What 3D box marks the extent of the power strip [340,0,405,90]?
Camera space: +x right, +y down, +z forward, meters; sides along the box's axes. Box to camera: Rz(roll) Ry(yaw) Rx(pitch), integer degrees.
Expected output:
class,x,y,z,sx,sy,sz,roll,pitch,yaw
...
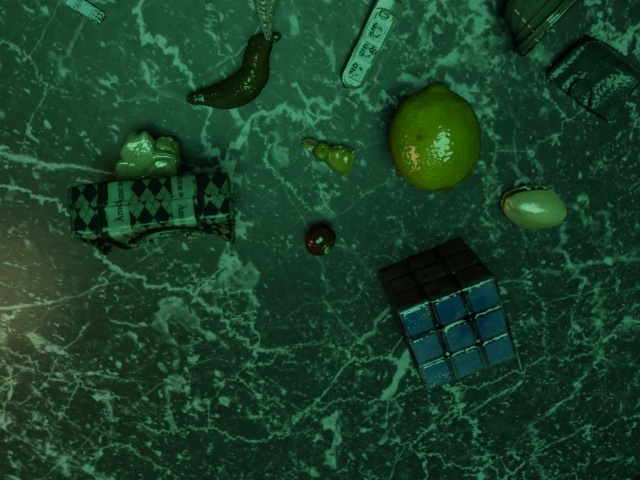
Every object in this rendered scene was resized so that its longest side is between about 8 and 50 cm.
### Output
class,x,y,z,sx,sy,sz,roll,pitch,yaw
power strip,0.134,-0.542,1.693,0.080,0.048,0.286,24,109,-14

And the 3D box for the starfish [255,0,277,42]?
class,x,y,z,sx,sy,sz,roll,pitch,yaw
starfish,-0.133,-0.732,1.540,0.398,0.132,0.384,27,105,-24

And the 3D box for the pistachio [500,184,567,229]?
class,x,y,z,sx,sy,sz,roll,pitch,yaw
pistachio,0.657,-0.094,1.894,0.200,0.117,0.145,4,117,-7

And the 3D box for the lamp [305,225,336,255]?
class,x,y,z,sx,sy,sz,roll,pitch,yaw
lamp,0.000,0.000,1.875,0.101,0.090,0.101,-29,149,-19

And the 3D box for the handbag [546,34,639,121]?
class,x,y,z,sx,sy,sz,roll,pitch,yaw
handbag,0.798,-0.470,1.782,0.270,0.089,0.175,28,114,-16

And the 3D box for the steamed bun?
class,x,y,z,sx,sy,sz,roll,pitch,yaw
steamed bun,-0.478,-0.224,1.724,0.177,0.106,0.192,1,121,-11

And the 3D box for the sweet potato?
class,x,y,z,sx,sy,sz,roll,pitch,yaw
sweet potato,-0.212,-0.439,1.670,0.310,0.098,0.124,-40,90,12

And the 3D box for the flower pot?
class,x,y,z,sx,sy,sz,roll,pitch,yaw
flower pot,0.579,-0.615,1.642,0.140,0.235,0.235,46,102,4

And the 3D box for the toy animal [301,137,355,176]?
class,x,y,z,sx,sy,sz,roll,pitch,yaw
toy animal,0.018,-0.247,1.791,0.159,0.070,0.083,19,110,-8

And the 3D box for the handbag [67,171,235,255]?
class,x,y,z,sx,sy,sz,roll,pitch,yaw
handbag,-0.434,-0.056,1.697,0.415,0.317,0.180,-6,75,-4

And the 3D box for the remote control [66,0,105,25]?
class,x,y,z,sx,sy,sz,roll,pitch,yaw
remote control,-0.609,-0.601,1.602,0.096,0.014,0.039,33,105,-19

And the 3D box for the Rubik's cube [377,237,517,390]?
class,x,y,z,sx,sy,sz,roll,pitch,yaw
Rubik's cube,0.380,0.220,1.893,0.305,0.304,0.301,-20,113,4

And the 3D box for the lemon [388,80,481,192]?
class,x,y,z,sx,sy,sz,roll,pitch,yaw
lemon,0.316,-0.283,1.705,0.257,0.258,0.310,-10,116,-2
